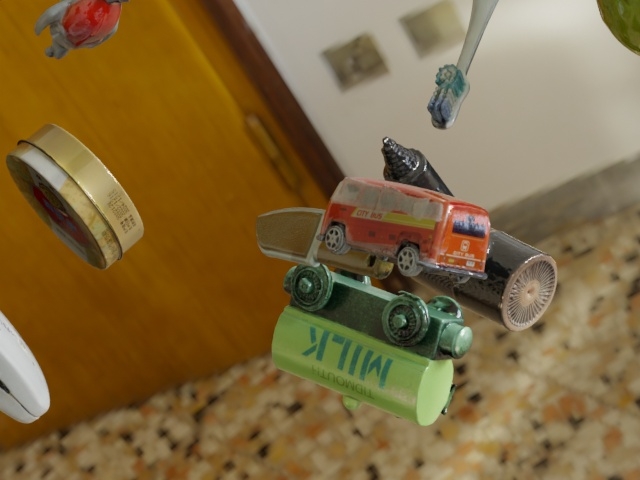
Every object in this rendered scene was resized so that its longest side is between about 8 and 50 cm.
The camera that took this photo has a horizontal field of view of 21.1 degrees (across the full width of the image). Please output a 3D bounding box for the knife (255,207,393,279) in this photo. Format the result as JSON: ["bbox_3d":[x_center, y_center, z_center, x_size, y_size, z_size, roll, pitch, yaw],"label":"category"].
[{"bbox_3d":[0.000,-0.001,1.778,0.343,0.027,0.061,10,80,65],"label":"knife"}]

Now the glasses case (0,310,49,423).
[{"bbox_3d":[-0.269,0.066,1.303,0.049,0.197,0.076,-33,38,3],"label":"glasses case"}]

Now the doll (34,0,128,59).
[{"bbox_3d":[-0.275,-0.284,2.084,0.195,0.062,0.104,-42,-7,29],"label":"doll"}]

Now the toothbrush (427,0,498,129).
[{"bbox_3d":[0.185,-0.293,1.791,0.042,0.040,0.418,10,62,24],"label":"toothbrush"}]

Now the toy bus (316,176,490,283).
[{"bbox_3d":[0.074,-0.012,1.550,0.174,0.079,0.077,17,96,49],"label":"toy bus"}]

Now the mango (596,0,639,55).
[{"bbox_3d":[0.342,-0.285,1.641,0.149,0.273,0.185,-18,63,-10],"label":"mango"}]

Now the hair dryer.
[{"bbox_3d":[0.136,-0.033,2.045,0.189,0.352,0.107,27,75,41],"label":"hair dryer"}]

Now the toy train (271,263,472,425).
[{"bbox_3d":[0.053,0.116,1.944,0.253,0.105,0.157,18,99,34],"label":"toy train"}]

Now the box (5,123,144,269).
[{"bbox_3d":[-0.166,-0.030,1.163,0.037,0.105,0.105,-43,37,-19],"label":"box"}]
